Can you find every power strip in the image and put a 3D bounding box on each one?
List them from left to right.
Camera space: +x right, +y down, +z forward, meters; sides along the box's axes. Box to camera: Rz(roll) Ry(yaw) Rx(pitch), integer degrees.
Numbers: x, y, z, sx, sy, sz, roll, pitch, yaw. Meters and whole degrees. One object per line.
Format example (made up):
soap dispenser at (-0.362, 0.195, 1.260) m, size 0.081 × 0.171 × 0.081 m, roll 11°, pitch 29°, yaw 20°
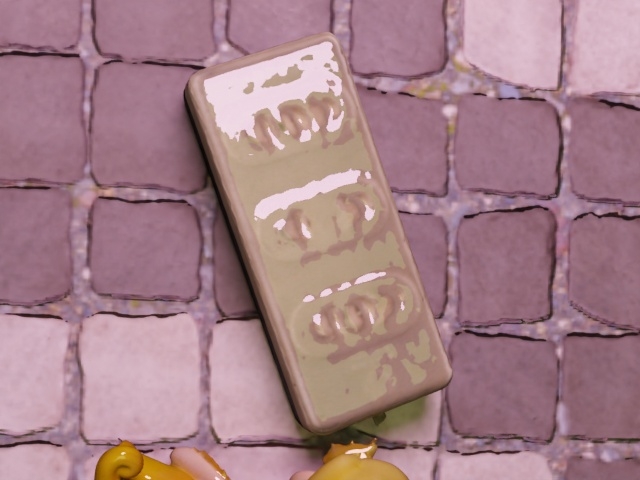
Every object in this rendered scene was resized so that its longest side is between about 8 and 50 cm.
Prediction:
power strip at (0.000, 0.000, 0.775) m, size 0.105 × 0.070 × 0.257 m, roll -19°, pitch 91°, yaw -10°

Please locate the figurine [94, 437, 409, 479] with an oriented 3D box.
figurine at (-0.022, 0.192, 0.742) m, size 0.246 × 0.131 × 0.156 m, roll 13°, pitch 87°, yaw 5°
